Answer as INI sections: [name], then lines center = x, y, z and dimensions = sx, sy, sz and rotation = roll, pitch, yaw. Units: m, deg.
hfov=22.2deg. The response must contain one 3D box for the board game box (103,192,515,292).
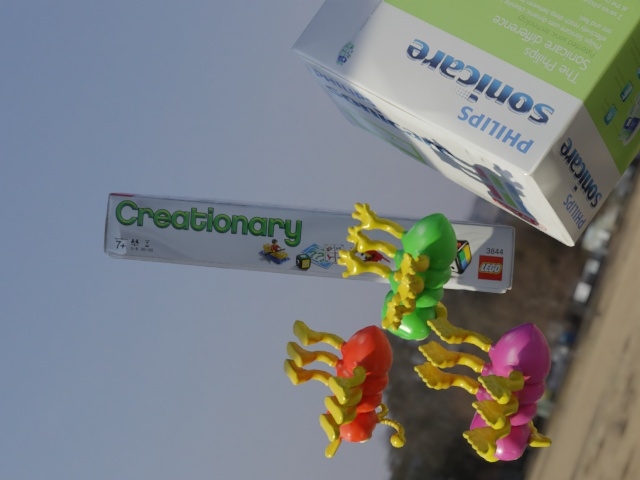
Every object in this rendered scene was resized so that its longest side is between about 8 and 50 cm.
[board game box]
center = 0.000, 0.000, 1.291
dimensions = 0.193, 0.305, 0.053
rotation = -7, -78, -84

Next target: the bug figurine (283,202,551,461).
[bug figurine]
center = 0.070, 0.108, 1.016
dimensions = 0.279, 0.072, 0.216
rotation = -125, 40, -49

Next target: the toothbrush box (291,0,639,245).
[toothbrush box]
center = 0.153, -0.174, 1.099
dimensions = 0.283, 0.206, 0.122
rotation = -54, -32, -8
